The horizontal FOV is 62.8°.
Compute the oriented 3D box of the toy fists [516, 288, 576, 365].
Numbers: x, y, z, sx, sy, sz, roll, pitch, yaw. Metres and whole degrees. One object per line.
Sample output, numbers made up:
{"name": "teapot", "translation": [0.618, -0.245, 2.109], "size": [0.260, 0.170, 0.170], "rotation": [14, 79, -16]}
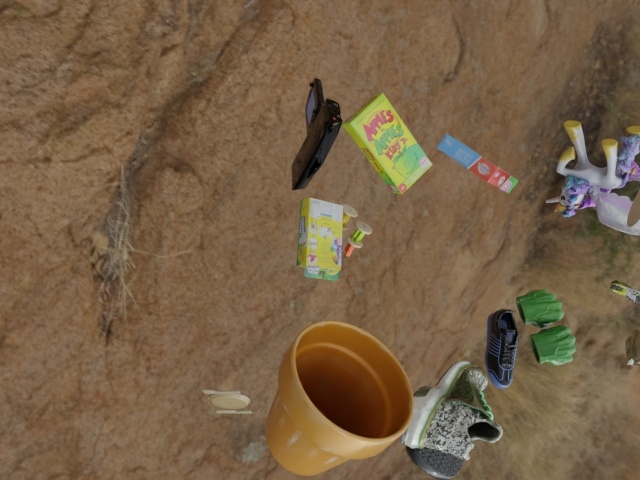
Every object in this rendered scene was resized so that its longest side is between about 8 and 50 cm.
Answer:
{"name": "toy fists", "translation": [0.810, 0.308, 1.875], "size": [0.142, 0.279, 0.096], "rotation": [-13, 149, 7]}

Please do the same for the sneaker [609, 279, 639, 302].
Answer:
{"name": "sneaker", "translation": [0.740, 0.119, 1.261], "size": [0.035, 0.083, 0.031], "rotation": [-51, 164, -50]}

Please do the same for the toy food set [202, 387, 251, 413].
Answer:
{"name": "toy food set", "translation": [-0.279, 0.476, 1.595], "size": [0.132, 0.039, 0.192], "rotation": [0, 143, 4]}

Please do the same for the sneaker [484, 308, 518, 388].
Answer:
{"name": "sneaker", "translation": [0.541, 0.316, 1.552], "size": [0.081, 0.232, 0.090], "rotation": [5, 160, -9]}

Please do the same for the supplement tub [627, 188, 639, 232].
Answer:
{"name": "supplement tub", "translation": [0.642, -0.038, 0.869], "size": [0.144, 0.199, 0.144], "rotation": [-57, 162, -29]}

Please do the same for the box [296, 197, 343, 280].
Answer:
{"name": "box", "translation": [0.000, 0.000, 1.206], "size": [0.105, 0.043, 0.179], "rotation": [11, 75, -36]}

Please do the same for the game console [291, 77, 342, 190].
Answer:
{"name": "game console", "translation": [-0.020, -0.298, 1.372], "size": [0.043, 0.361, 0.213], "rotation": [19, 126, -19]}

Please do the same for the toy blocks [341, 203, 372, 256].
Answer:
{"name": "toy blocks", "translation": [0.065, -0.009, 1.479], "size": [0.054, 0.123, 0.148], "rotation": [-3, 136, -46]}

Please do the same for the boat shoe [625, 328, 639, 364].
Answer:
{"name": "boat shoe", "translation": [0.776, 0.256, 1.238], "size": [0.233, 0.079, 0.084], "rotation": [34, 62, -62]}

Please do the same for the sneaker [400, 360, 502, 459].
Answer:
{"name": "sneaker", "translation": [0.343, 0.416, 1.239], "size": [0.410, 0.182, 0.158], "rotation": [-9, 119, -54]}

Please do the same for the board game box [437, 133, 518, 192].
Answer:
{"name": "board game box", "translation": [0.609, -0.292, 2.014], "size": [0.316, 0.242, 0.064], "rotation": [6, 122, -57]}

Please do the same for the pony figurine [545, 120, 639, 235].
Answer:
{"name": "pony figurine", "translation": [0.951, -0.208, 1.749], "size": [0.303, 0.350, 0.364], "rotation": [-60, 149, -35]}

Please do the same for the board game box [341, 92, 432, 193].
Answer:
{"name": "board game box", "translation": [0.135, -0.191, 1.050], "size": [0.092, 0.043, 0.181], "rotation": [-44, 110, -9]}

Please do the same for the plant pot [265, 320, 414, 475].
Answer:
{"name": "plant pot", "translation": [0.008, 0.263, 0.816], "size": [0.205, 0.205, 0.188], "rotation": [-5, 138, -43]}

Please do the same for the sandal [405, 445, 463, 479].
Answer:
{"name": "sandal", "translation": [0.327, 0.577, 1.488], "size": [0.107, 0.168, 0.445], "rotation": [-41, 158, 18]}
